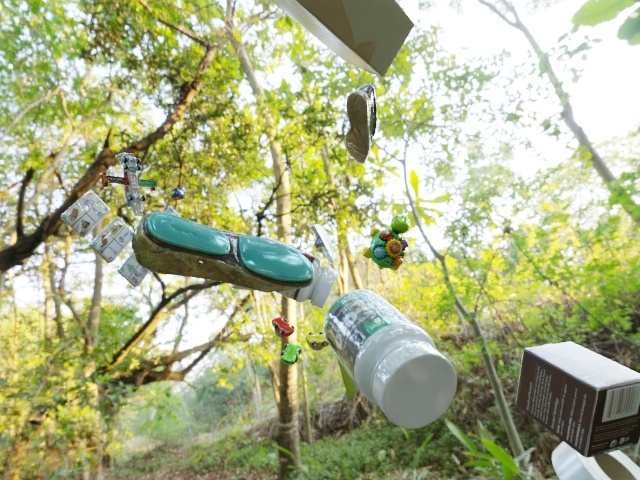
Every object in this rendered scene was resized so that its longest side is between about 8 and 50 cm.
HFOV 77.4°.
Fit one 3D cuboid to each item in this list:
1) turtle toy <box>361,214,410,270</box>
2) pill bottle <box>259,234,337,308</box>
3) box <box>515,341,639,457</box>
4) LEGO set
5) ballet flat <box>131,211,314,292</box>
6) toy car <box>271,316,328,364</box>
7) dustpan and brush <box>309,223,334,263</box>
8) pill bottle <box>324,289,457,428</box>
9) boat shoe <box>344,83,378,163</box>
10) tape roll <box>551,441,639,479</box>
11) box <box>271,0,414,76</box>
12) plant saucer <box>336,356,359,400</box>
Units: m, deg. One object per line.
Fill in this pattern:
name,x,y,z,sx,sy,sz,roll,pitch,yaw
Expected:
turtle toy,0.155,0.004,0.876,0.095,0.130,0.066,24,-10,-15
pill bottle,-0.096,0.106,1.328,0.284,0.161,0.161,23,-26,3
box,0.617,0.367,0.957,0.169,0.166,0.203,-2,11,-18
LEGO set,-0.366,-0.055,0.783,0.060,0.244,0.182,-11,-51,29
ballet flat,-0.181,0.042,0.772,0.349,0.123,0.123,18,-37,-29
toy car,-0.093,0.379,1.435,0.239,0.053,0.225,17,23,7
dustpan and brush,0.000,0.000,1.409,0.061,0.147,0.211,-25,10,12
pill bottle,0.153,0.268,0.972,0.205,0.203,0.361,-9,14,-15
boat shoe,0.140,-0.370,1.290,0.092,0.103,0.285,-45,-28,-22
tape roll,0.862,0.725,1.203,0.287,0.286,0.100,6,-61,-41
box,0.024,-0.440,0.731,0.311,0.148,0.121,13,-67,-49
plant saucer,0.109,0.399,1.315,0.045,0.188,0.188,-17,-5,16
